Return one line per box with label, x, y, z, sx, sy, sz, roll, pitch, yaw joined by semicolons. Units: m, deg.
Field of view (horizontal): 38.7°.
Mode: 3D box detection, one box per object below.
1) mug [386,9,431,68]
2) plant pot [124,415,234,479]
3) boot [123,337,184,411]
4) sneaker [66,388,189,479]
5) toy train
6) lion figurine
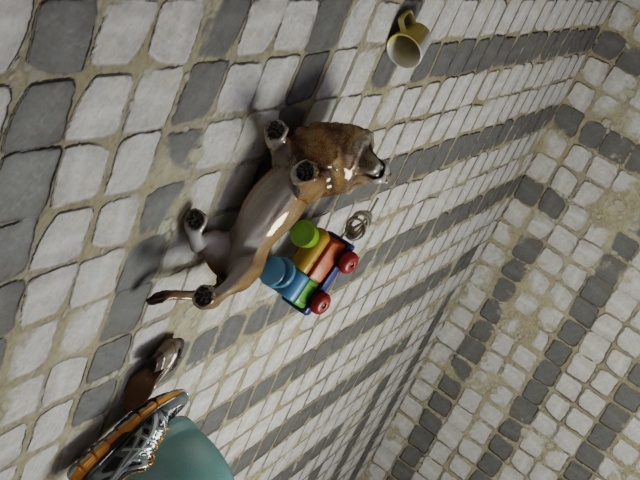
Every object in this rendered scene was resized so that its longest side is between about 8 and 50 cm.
mug;0.150;-0.325;1.468;0.064;0.062;0.078;-51;168;-38
plant pot;-0.251;0.483;1.584;0.293;0.196;0.293;-47;159;-24
boot;-0.247;0.200;1.388;0.118;0.042;0.087;-56;169;21
sneaker;-0.278;0.308;1.382;0.215;0.083;0.084;-41;-177;-24
toy train;0.000;0.000;1.581;0.248;0.105;0.143;-56;147;-2
lion figurine;-0.075;-0.036;1.327;0.392;0.142;0.240;-42;168;2
